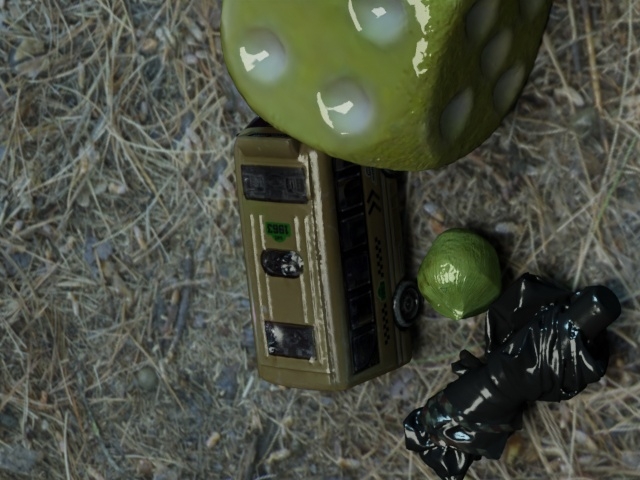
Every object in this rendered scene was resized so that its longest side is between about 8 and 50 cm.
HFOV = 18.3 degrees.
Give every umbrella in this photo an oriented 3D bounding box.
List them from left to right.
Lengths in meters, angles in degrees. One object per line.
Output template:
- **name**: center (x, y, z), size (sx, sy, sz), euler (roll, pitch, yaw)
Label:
- **umbrella**: center (0.189, 0.129, 1.944), size (0.272, 0.110, 0.122), euler (-46, 41, 36)

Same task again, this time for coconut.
- **coconut**: center (0.138, 0.038, 1.956), size (0.088, 0.096, 0.088), euler (5, 144, 4)

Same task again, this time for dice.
- **dice**: center (0.061, -0.215, 1.851), size (0.238, 0.227, 0.233), euler (28, 121, 26)

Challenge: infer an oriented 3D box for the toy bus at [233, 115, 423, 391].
- **toy bus**: center (0.000, 0.000, 2.008), size (0.139, 0.157, 0.289), euler (6, 108, 35)
